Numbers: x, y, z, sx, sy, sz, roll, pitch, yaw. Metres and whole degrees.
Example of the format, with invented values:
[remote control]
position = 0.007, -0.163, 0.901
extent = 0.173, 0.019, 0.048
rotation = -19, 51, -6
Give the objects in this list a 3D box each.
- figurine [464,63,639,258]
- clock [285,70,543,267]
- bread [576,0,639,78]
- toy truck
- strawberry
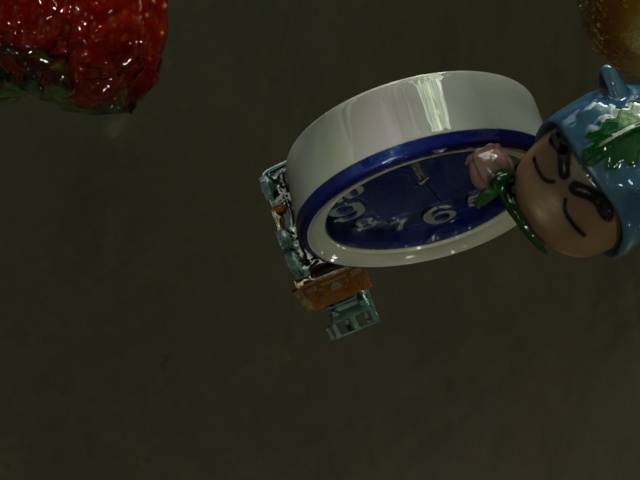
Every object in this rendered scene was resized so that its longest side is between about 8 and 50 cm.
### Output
[figurine]
position = 0.177, -0.032, 0.726
extent = 0.178, 0.144, 0.114
rotation = 31, 41, -73
[clock]
position = 0.087, -0.057, 0.961
extent = 0.230, 0.230, 0.083
rotation = 26, 47, -53
[bread]
position = 0.363, -0.322, 1.188
extent = 0.192, 0.171, 0.314
rotation = -56, 155, -69
[toy truck]
position = 0.001, -0.001, 1.152
extent = 0.115, 0.080, 0.178
rotation = 63, 6, -48
[strawberry]
position = -0.266, -0.267, 1.059
extent = 0.250, 0.238, 0.288
rotation = -13, 108, -71
